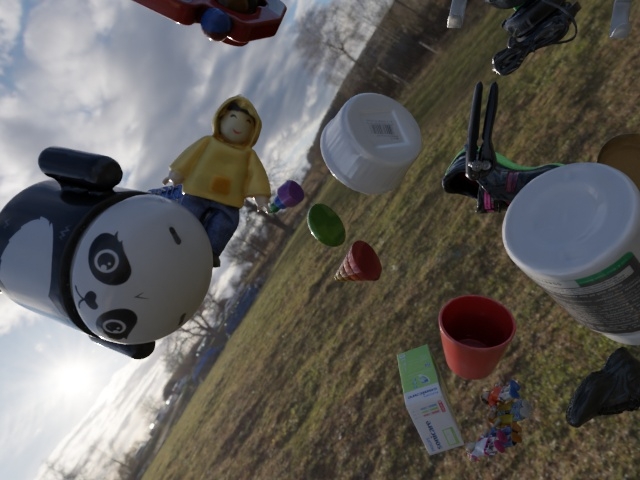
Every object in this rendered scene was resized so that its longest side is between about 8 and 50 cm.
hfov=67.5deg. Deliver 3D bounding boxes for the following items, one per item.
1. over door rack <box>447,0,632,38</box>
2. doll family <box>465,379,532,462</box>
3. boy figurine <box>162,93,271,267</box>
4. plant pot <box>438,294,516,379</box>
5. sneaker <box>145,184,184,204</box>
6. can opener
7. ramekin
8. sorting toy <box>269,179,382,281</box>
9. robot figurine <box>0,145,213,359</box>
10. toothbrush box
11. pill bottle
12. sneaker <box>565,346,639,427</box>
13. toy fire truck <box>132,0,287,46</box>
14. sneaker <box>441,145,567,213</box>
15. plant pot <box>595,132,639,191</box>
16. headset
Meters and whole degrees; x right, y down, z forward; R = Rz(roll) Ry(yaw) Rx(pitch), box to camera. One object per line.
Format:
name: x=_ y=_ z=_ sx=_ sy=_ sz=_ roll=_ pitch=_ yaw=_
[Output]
over door rack: x=0.276 y=-0.398 z=0.542 sx=0.324 sy=0.240 sz=0.108 roll=69 pitch=-144 yaw=-61
doll family: x=0.504 y=0.530 z=1.347 sx=0.263 sy=0.118 sz=0.163 roll=-53 pitch=0 yaw=-37
boy figurine: x=-0.157 y=-0.099 z=0.784 sx=0.092 sy=0.177 sz=0.285 roll=-175 pitch=106 yaw=-81
plant pot: x=0.591 y=0.388 z=1.846 sx=0.275 sy=0.275 sz=0.243 roll=-65 pitch=-25 yaw=-46
sneaker: x=-0.380 y=-0.095 z=1.186 sx=0.211 sy=0.080 sz=0.081 roll=-21 pitch=-15 yaw=11
can opener: x=0.291 y=-0.196 z=0.873 sx=0.073 sy=0.059 sz=0.186 roll=-82 pitch=-16 yaw=-56
ramekin: x=0.151 y=-0.282 z=1.357 sx=0.277 sy=0.277 sz=0.135 roll=-63 pitch=7 yaw=-32
sorting toy: x=0.000 y=0.000 z=1.288 sx=0.126 sy=0.365 sz=0.127 roll=-35 pitch=21 yaw=35
robot figurine: x=-0.259 y=0.019 z=0.555 sx=0.173 sy=0.278 sz=0.209 roll=-67 pitch=-30 yaw=-21
toothbrush box: x=0.354 y=0.513 z=1.574 sx=0.122 sy=0.206 sz=0.283 roll=-22 pitch=16 yaw=12
pill bottle: x=0.488 y=0.042 z=0.825 sx=0.204 sy=0.361 sz=0.204 roll=-31 pitch=42 yaw=32
sneaker: x=0.737 y=0.385 z=1.206 sx=0.286 sy=0.130 sz=0.109 roll=-31 pitch=-42 yaw=-20
toy fire truck: x=-0.215 y=-0.439 z=0.843 sx=0.169 sy=0.302 sz=0.253 roll=-53 pitch=18 yaw=42
sneaker: x=0.568 y=-0.134 z=1.413 sx=0.202 sy=0.185 sz=0.483 roll=-42 pitch=38 yaw=-17
plant pot: x=0.736 y=-0.137 z=1.098 sx=0.236 sy=0.236 sz=0.032 roll=-62 pitch=-3 yaw=-20
headset: x=0.370 y=-0.454 z=0.921 sx=0.185 sy=0.243 sz=0.394 roll=-35 pitch=33 yaw=28
